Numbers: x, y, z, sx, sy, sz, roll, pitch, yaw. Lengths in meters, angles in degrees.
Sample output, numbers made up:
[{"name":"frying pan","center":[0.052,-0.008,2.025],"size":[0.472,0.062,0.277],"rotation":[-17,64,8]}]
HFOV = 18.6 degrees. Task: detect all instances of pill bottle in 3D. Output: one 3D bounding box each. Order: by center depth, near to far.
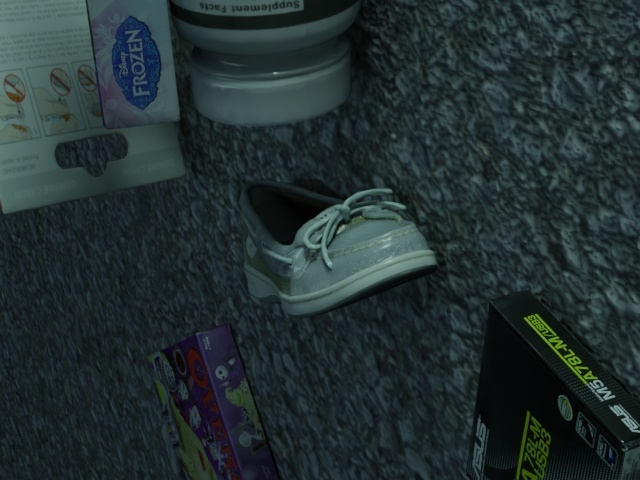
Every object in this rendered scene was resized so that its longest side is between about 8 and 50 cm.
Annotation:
[{"name":"pill bottle","center":[-0.049,-0.249,1.601],"size":[0.161,0.161,0.283],"rotation":[36,137,55]}]

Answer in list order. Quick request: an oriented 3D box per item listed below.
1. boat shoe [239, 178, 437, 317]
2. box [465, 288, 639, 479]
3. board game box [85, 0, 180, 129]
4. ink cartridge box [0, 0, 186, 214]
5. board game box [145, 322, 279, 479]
[{"name":"boat shoe","center":[0.002,-0.001,1.713],"size":[0.320,0.118,0.103],"rotation":[-170,61,-72]},{"name":"box","center":[0.184,0.165,1.503],"size":[0.184,0.045,0.190],"rotation":[47,145,41]},{"name":"board game box","center":[-0.171,-0.298,1.587],"size":[0.318,0.066,0.318],"rotation":[-107,11,-62]},{"name":"ink cartridge box","center":[-0.305,-0.223,2.007],"size":[0.091,0.308,0.385],"rotation":[-15,91,34]},{"name":"board game box","center":[-0.100,0.277,2.205],"size":[0.208,0.056,0.346],"rotation":[-27,80,62]}]
